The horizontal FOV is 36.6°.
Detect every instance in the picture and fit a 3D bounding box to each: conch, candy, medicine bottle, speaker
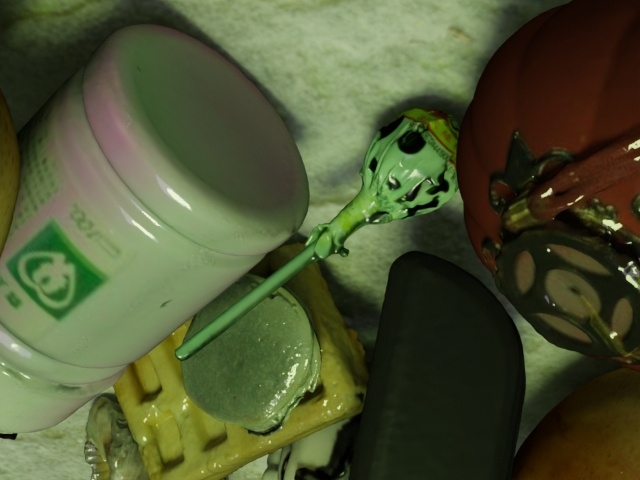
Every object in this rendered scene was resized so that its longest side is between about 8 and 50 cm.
[{"bbox_3d":[-0.189,0.285,1.070,0.178,0.163,0.245,-38,82,29],"label":"conch"},{"bbox_3d":[0.000,0.000,0.805,0.305,0.091,0.083,-39,79,-7],"label":"candy"},{"bbox_3d":[-0.188,-0.003,0.814,0.212,0.212,0.325,39,122,-21],"label":"medicine bottle"},{"bbox_3d":[0.123,0.222,0.823,0.184,0.388,0.180,8,168,13],"label":"speaker"}]

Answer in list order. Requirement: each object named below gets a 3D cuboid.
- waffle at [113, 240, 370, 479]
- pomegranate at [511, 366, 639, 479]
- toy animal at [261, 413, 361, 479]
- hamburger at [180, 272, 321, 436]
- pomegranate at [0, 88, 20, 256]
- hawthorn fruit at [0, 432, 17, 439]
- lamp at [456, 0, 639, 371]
[{"bbox_3d":[-0.087,0.133,0.940,0.274,0.168,0.057,-31,162,25],"label":"waffle"},{"bbox_3d":[0.331,0.277,0.908,0.319,0.319,0.319,3,127,3],"label":"pomegranate"},{"bbox_3d":[0.038,0.242,1.000,0.204,0.208,0.156,42,155,-22],"label":"toy animal"},{"bbox_3d":[-0.061,0.099,0.858,0.133,0.062,0.140,34,103,24],"label":"hamburger"},{"bbox_3d":[-0.375,-0.066,0.588,0.416,0.417,0.417,3,127,3],"label":"pomegranate"},{"bbox_3d":[-0.418,0.190,1.020,0.194,0.157,0.157,11,127,-15],"label":"hawthorn fruit"},{"bbox_3d":[0.242,-0.039,0.711,0.303,0.257,0.303,32,147,23],"label":"lamp"}]
